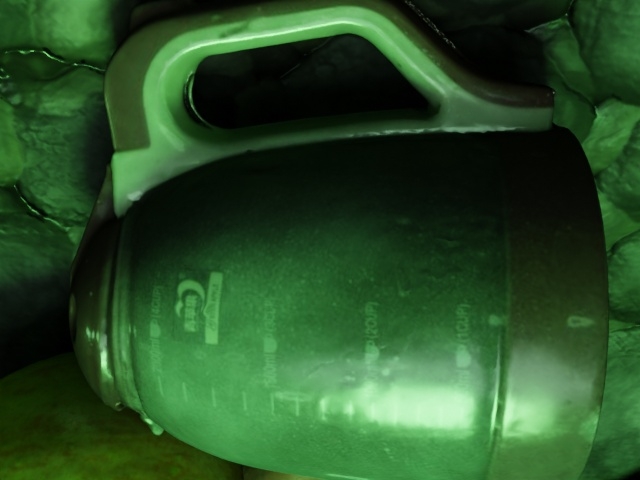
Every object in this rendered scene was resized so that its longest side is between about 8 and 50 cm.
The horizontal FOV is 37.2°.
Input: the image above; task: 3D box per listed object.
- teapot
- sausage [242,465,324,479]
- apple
[{"bbox_3d":[0.000,0.000,0.593,0.312,0.233,0.315,1,104,-1],"label":"teapot"},{"bbox_3d":[-0.107,0.286,0.917,0.088,0.088,0.433,24,126,-26],"label":"sausage"},{"bbox_3d":[-0.170,0.202,0.719,0.226,0.246,0.246,2,133,-7],"label":"apple"}]
